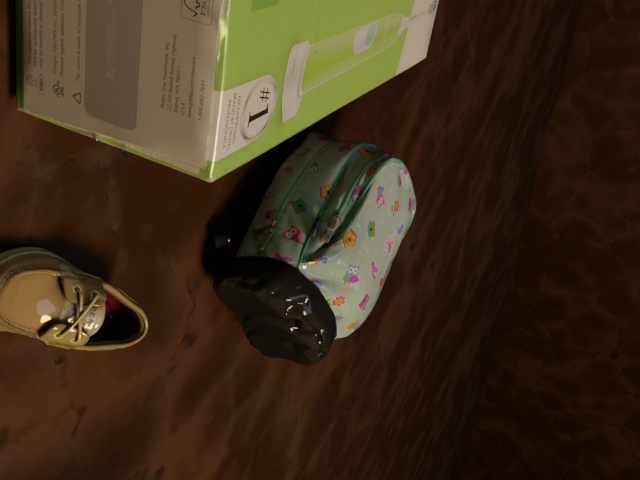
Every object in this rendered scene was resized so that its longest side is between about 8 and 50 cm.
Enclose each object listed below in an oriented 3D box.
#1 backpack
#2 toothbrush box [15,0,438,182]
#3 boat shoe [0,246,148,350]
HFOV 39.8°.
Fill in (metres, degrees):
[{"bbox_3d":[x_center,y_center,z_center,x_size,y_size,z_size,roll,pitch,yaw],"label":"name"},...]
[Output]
[{"bbox_3d":[0.000,0.000,0.733,0.182,0.115,0.152,-62,157,-26],"label":"backpack"},{"bbox_3d":[-0.021,-0.182,0.477,0.283,0.122,0.206,-38,144,-53],"label":"toothbrush box"},{"bbox_3d":[-0.141,0.036,0.501,0.050,0.045,0.135,-68,160,-1],"label":"boat shoe"}]
